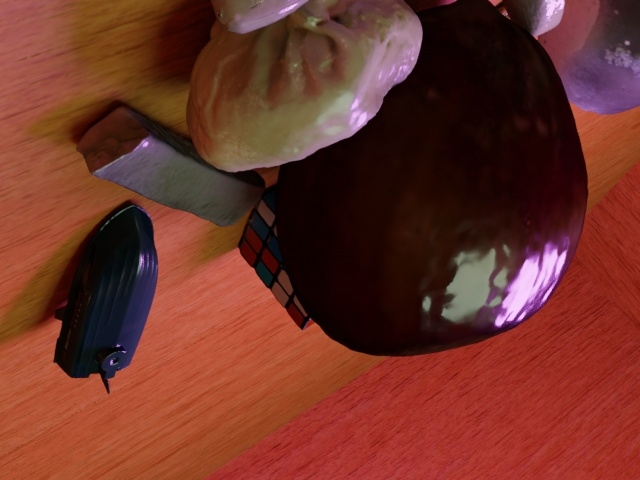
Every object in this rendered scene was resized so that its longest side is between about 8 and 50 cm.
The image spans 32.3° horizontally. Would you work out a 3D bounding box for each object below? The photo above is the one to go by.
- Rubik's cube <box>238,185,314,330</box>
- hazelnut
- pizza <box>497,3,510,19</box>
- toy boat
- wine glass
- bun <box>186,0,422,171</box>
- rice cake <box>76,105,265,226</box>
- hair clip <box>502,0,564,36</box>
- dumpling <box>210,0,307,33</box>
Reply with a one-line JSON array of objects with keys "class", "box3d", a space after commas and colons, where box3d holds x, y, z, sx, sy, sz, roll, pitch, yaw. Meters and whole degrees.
[{"class": "Rubik's cube", "box3d": [0.000, 0.000, 1.514, 0.151, 0.154, 0.155, -32, 165, -28]}, {"class": "hazelnut", "box3d": [0.130, -0.071, 1.261, 0.421, 0.352, 0.421, -38, 149, -28]}, {"class": "pizza", "box3d": [0.235, -0.283, 1.488, 0.100, 0.029, 0.099, -25, 159, -45]}, {"class": "toy boat", "box3d": [-0.239, 0.055, 1.249, 0.093, 0.103, 0.246, -10, 136, -37]}, {"class": "wine glass", "box3d": [0.426, -0.325, 1.453, 0.238, 0.238, 0.323, -30, 166, -31]}, {"class": "bun", "box3d": [-0.022, -0.163, 0.977, 0.229, 0.145, 0.229, -17, -153, 9]}, {"class": "rice cake", "box3d": [-0.144, -0.069, 1.131, 0.072, 0.056, 0.365, -42, 164, 9]}, {"class": "hair clip", "box3d": [0.247, -0.311, 1.212, 0.071, 0.159, 0.218, -22, 142, -17]}, {"class": "dumpling", "box3d": [-0.047, -0.218, 0.839, 0.199, 0.118, 0.136, -12, 174, -22]}]
